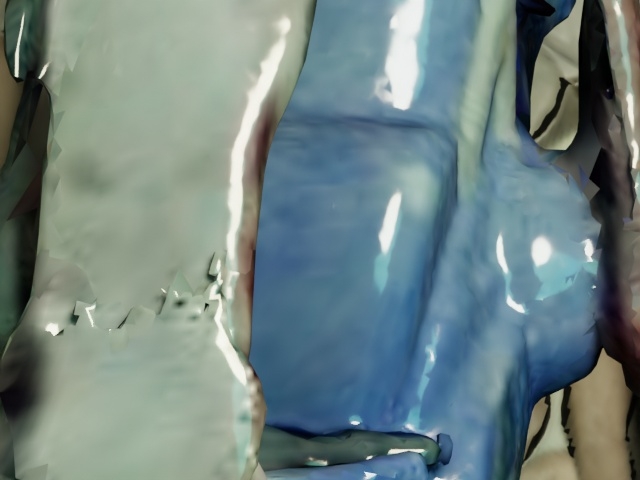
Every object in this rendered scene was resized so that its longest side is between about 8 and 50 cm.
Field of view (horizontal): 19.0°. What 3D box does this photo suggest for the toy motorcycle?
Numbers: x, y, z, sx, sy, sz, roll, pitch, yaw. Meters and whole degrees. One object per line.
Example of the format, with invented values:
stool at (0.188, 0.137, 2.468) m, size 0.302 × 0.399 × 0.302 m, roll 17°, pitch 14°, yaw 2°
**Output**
toy motorcycle at (-0.023, 0.001, 0.461) m, size 0.241 × 0.182 × 0.319 m, roll 22°, pitch 65°, yaw -49°
